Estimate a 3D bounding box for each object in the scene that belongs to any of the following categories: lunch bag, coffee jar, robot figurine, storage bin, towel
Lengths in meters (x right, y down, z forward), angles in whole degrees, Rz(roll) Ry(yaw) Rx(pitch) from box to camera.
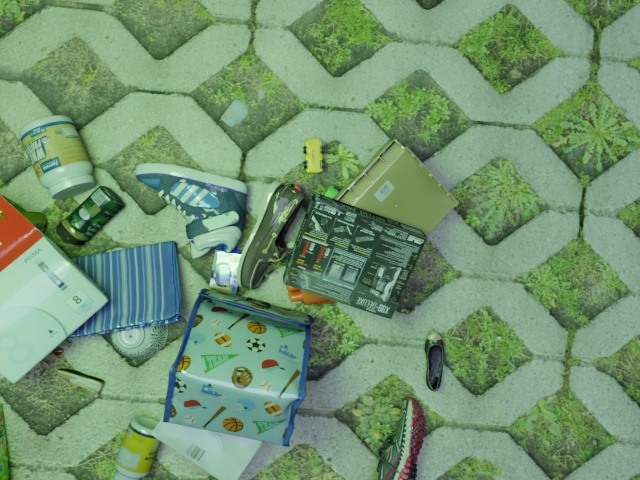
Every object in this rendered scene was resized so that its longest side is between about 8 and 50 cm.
[{"bbox_3d":[-0.194,0.285,1.468,0.328,0.385,0.238,15,122,-5],"label":"lunch bag"},{"bbox_3d":[-0.646,-0.066,1.590,0.184,0.096,0.079,-43,88,0],"label":"coffee jar"},{"bbox_3d":[0.012,0.106,1.585,0.220,0.128,0.158,-12,91,-1],"label":"robot figurine"},{"bbox_3d":[0.191,-0.098,1.559,0.260,0.123,0.262,44,88,-14],"label":"storage bin"},{"bbox_3d":[-0.556,0.134,1.578,0.336,0.040,0.243,-10,67,1],"label":"towel"}]

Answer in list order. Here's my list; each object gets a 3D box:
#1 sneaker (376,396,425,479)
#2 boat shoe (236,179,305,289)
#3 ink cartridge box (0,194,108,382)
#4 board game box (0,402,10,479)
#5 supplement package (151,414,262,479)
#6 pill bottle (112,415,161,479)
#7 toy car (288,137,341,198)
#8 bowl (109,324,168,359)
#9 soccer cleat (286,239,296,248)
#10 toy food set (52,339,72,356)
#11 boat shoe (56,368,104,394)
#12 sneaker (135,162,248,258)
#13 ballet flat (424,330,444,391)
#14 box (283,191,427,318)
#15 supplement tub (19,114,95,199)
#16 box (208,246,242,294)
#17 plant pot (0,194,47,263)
[{"bbox_3d":[0.217,0.589,1.602,0.112,0.121,0.299,10,81,29],"label":"sneaker"},{"bbox_3d":[-0.137,0.000,1.563,0.097,0.116,0.324,25,103,12],"label":"boat shoe"},{"bbox_3d":[-0.786,0.119,1.421,0.308,0.091,0.385,-43,116,-11],"label":"ink cartridge box"},{"bbox_3d":[-0.956,0.601,1.541,0.142,0.144,0.275,-12,80,-1],"label":"board game box"},{"bbox_3d":[-0.288,0.505,1.573,0.262,0.145,0.204,34,89,0],"label":"supplement package"},{"bbox_3d":[-0.513,0.596,1.590,0.103,0.103,0.184,22,90,-1],"label":"pill bottle"},{"bbox_3d":[0.000,-0.143,1.622,0.225,0.053,0.239,32,90,-1],"label":"toy car"},{"bbox_3d":[-0.523,0.260,1.601,0.170,0.080,0.170,0,91,-2],"label":"bowl"},{"bbox_3d":[0.000,0.000,1.620,0.196,0.068,0.076,-1,85,-8],"label":"soccer cleat"},{"bbox_3d":[-0.783,0.289,1.628,0.122,0.019,0.078,37,90,-9],"label":"toy food set"},{"bbox_3d":[-0.688,0.401,1.613,0.135,0.050,0.045,19,84,-1],"label":"boat shoe"},{"bbox_3d":[-0.370,-0.073,1.575,0.323,0.130,0.236,11,84,-7],"label":"sneaker"},{"bbox_3d":[0.331,0.347,1.630,0.058,0.049,0.173,-1,90,-2],"label":"ballet flat"},{"bbox_3d":[0.086,0.042,1.464,0.308,0.076,0.242,18,106,-8],"label":"box"},{"bbox_3d":[-0.719,-0.228,1.563,0.144,0.144,0.199,-24,90,-1],"label":"supplement tub"},{"bbox_3d":[-0.270,0.084,1.631,0.081,0.028,0.136,9,92,-1],"label":"box"},{"bbox_3d":[-0.889,-0.009,1.528,0.207,0.228,0.227,20,90,-8],"label":"plant pot"}]
